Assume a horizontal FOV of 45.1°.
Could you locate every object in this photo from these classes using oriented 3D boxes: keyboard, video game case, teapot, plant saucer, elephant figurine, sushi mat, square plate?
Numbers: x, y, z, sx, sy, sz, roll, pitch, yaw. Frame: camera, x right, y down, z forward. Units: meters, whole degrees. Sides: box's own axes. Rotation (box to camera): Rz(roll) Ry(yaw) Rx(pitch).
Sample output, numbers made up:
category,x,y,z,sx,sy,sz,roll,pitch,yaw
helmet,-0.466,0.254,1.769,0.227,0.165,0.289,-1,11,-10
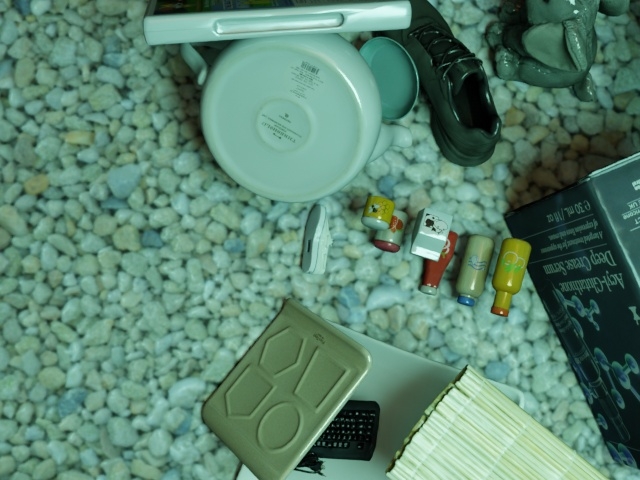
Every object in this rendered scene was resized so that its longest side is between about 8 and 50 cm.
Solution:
category,x,y,z,sx,sy,sz,roll,pitch,yaw
keyboard,-0.017,0.248,0.979,0.192,0.038,0.100,-8,64,34
video game case,-0.066,-0.313,0.994,0.299,0.329,0.036,-5,118,-6
teapot,-0.035,-0.187,1.037,0.252,0.187,0.256,-14,115,18
plant saucer,0.098,-0.230,1.094,0.021,0.119,0.119,-27,86,-37
elephant figurine,0.328,-0.303,1.051,0.185,0.239,0.170,-2,83,-6
sushi mat,0.234,0.288,0.841,0.316,0.019,0.151,39,81,-2
square plate,0.050,0.299,0.961,0.344,0.049,0.347,15,78,40

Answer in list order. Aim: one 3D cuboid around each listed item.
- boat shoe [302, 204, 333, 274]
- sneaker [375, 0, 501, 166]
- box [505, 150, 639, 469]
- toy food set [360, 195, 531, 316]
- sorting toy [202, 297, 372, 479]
category,x,y,z,sx,sy,sz,roll,pitch,yaw
boat shoe,0.000,0.000,1.091,0.035,0.035,0.100,14,77,-31
sneaker,0.176,-0.247,1.087,0.109,0.130,0.286,-32,86,-7
box,0.448,0.085,0.988,0.211,0.293,0.396,-23,85,-7
toy food set,0.157,0.025,1.059,0.232,0.111,0.105,17,81,-6
sorting toy,-0.045,0.196,1.003,0.208,0.193,0.038,-54,131,-7
